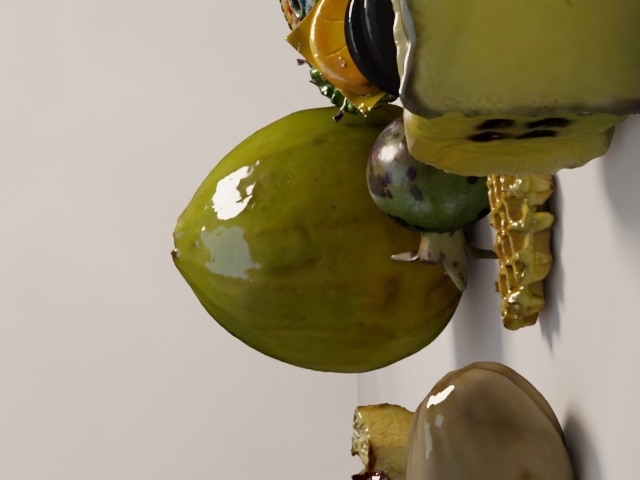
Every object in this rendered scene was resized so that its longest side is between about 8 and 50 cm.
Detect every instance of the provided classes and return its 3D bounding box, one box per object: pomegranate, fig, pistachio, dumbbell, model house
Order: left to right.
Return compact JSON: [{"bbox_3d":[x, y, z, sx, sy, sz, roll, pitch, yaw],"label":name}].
[{"bbox_3d":[0.004,-0.003,1.544,0.343,0.343,0.343,177,90,-86],"label":"fig"},{"bbox_3d":[0.107,-0.212,1.244,0.218,0.153,0.152,-132,40,-84],"label":"dumbbell"},{"bbox_3d":[0.121,-0.055,1.326,0.148,0.149,0.169,-97,-6,-49],"label":"pomegranate"},{"bbox_3d":[0.145,0.208,1.118,0.153,0.138,0.237,33,137,41],"label":"pistachio"},{"bbox_3d":[0.119,-0.151,0.907,0.234,0.175,0.193,126,141,-79],"label":"model house"}]

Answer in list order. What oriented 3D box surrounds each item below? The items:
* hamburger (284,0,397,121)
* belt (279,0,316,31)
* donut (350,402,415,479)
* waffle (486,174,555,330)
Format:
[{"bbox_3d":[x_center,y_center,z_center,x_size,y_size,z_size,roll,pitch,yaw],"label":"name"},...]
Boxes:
[{"bbox_3d":[0.062,-0.223,1.424,0.164,0.189,0.093,58,-157,19],"label":"hamburger"},{"bbox_3d":[0.051,-0.357,1.601,0.160,0.207,0.295,103,163,-70],"label":"belt"},{"bbox_3d":[0.104,0.337,1.892,0.085,0.141,0.217,-116,21,-55],"label":"donut"},{"bbox_3d":[0.173,-0.019,1.178,0.160,0.046,0.192,-107,14,-67],"label":"waffle"}]
